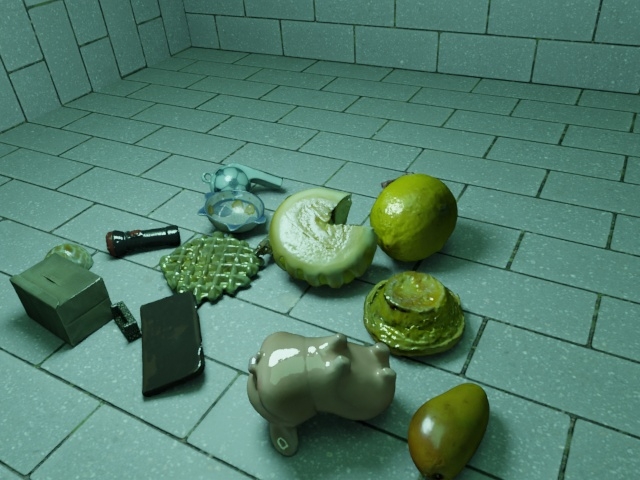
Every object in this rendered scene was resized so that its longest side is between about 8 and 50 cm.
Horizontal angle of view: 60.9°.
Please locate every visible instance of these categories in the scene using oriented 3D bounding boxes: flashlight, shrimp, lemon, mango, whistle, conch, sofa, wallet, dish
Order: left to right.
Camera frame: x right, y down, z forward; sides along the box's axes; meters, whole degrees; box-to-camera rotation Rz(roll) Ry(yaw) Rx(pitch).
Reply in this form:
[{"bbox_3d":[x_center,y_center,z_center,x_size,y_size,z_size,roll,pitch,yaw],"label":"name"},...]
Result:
[{"bbox_3d":[-0.807,0.062,1.721,0.173,0.106,0.116,-19,55,-42],"label":"conch"},{"bbox_3d":[-0.538,0.221,1.499,0.039,0.060,0.118,-24,39,-30],"label":"sofa"},{"bbox_3d":[-0.582,-0.006,1.800,0.232,0.093,0.093,-10,36,-8],"label":"flashlight"},{"bbox_3d":[-0.392,0.257,1.427,0.165,0.042,0.309,-19,40,-5],"label":"wallet"},{"bbox_3d":[-0.304,-0.079,1.858,0.228,0.086,0.236,-20,46,-30],"label":"dish"},{"bbox_3d":[-0.296,-0.195,1.997,0.289,0.163,0.163,17,33,-15],"label":"whistle"},{"bbox_3d":[-0.113,0.013,1.723,0.143,0.052,0.251,30,38,22],"label":"shrimp"},{"bbox_3d":[0.280,-0.069,1.652,0.260,0.260,0.284,27,75,36],"label":"lemon"},{"bbox_3d":[0.269,0.384,1.136,0.138,0.113,0.253,23,43,30],"label":"mango"}]

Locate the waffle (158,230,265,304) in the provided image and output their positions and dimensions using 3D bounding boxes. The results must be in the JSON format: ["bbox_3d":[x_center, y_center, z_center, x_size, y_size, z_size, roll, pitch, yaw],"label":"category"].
[{"bbox_3d":[-0.339,0.073,1.688,0.292,0.056,0.309,-27,40,-27],"label":"waffle"}]

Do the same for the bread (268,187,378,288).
[{"bbox_3d":[0.000,0.000,1.629,0.333,0.160,0.333,-3,61,5],"label":"bread"}]

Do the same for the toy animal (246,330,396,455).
[{"bbox_3d":[-0.002,0.308,1.198,0.326,0.269,0.237,22,32,-19],"label":"toy animal"}]

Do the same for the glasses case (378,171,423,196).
[{"bbox_3d":[0.292,-0.213,2.000,0.193,0.070,0.102,-29,41,-30],"label":"glasses case"}]

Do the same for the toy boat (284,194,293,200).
[{"bbox_3d":[-0.037,-0.115,1.916,0.210,0.052,0.104,21,45,30],"label":"toy boat"}]

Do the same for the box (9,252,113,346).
[{"bbox_3d":[-0.722,0.159,1.528,0.231,0.155,0.149,19,42,31],"label":"box"}]

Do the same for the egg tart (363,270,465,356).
[{"bbox_3d":[0.244,0.172,1.426,0.294,0.123,0.294,-3,37,3],"label":"egg tart"}]
